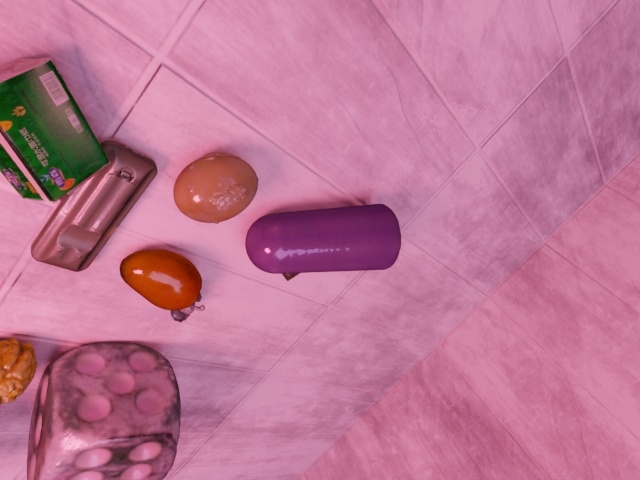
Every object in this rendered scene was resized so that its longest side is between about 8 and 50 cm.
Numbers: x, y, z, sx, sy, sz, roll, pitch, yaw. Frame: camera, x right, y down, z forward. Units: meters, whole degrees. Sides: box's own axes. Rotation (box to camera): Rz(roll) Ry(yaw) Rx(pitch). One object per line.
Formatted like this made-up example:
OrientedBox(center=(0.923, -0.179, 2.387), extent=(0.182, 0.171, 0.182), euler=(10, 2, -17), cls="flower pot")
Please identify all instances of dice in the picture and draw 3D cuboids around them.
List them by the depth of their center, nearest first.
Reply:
OrientedBox(center=(-0.609, 0.520, 1.155), extent=(0.330, 0.348, 0.328), euler=(10, 119, -40), cls="dice")

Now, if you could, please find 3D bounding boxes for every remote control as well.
OrientedBox(center=(-0.505, -0.066, 0.912), extent=(0.335, 0.065, 0.128), euler=(-48, 138, 13), cls="remote control")

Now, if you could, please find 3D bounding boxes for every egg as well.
OrientedBox(center=(-0.246, -0.122, 0.967), extent=(0.201, 0.164, 0.164), euler=(-25, 137, -19), cls="egg")

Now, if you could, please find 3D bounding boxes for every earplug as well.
OrientedBox(center=(0.000, 0.000, 1.215), extent=(0.456, 0.215, 0.215), euler=(-4, 128, -26), cls="earplug")

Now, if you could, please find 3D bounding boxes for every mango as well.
OrientedBox(center=(-0.413, 0.099, 1.079), extent=(0.151, 0.120, 0.221), euler=(-38, 129, 2), cls="mango")

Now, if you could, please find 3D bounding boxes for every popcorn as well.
OrientedBox(center=(-0.797, 0.316, 0.996), extent=(0.173, 0.173, 0.142), euler=(-24, 153, -14), cls="popcorn")

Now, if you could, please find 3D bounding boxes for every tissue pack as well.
OrientedBox(center=(-0.529, -0.197, 0.731), extent=(0.209, 0.156, 0.148), euler=(79, 29, -42), cls="tissue pack")

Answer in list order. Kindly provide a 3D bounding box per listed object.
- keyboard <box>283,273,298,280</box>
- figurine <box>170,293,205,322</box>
OrientedBox(center=(-0.068, 0.090, 1.379), extent=(0.129, 0.015, 0.049), euler=(-33, 143, -5), cls="keyboard")
OrientedBox(center=(-0.394, 0.187, 1.195), extent=(0.086, 0.082, 0.094), euler=(-23, 149, 18), cls="figurine")
